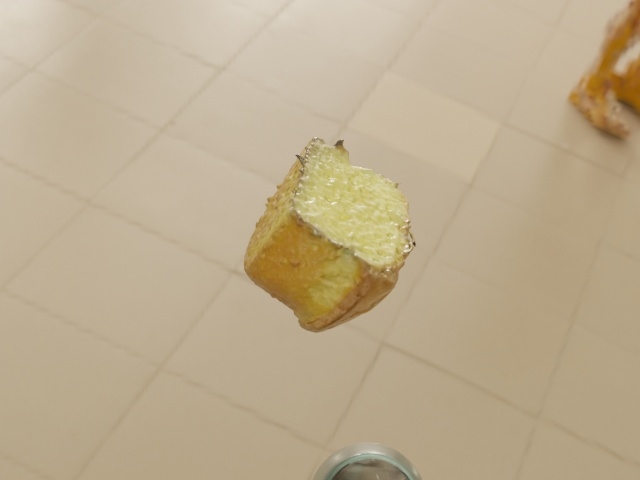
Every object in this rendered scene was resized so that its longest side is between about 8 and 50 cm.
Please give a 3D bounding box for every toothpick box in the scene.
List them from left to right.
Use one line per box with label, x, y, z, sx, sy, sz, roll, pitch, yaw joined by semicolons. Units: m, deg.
toothpick box;0.047;0.255;1.287;0.120;0.184;0.120;0;79;1

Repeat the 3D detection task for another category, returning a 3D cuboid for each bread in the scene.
bread;0.000;0.000;1.301;0.143;0.139;0.229;38;24;-10
